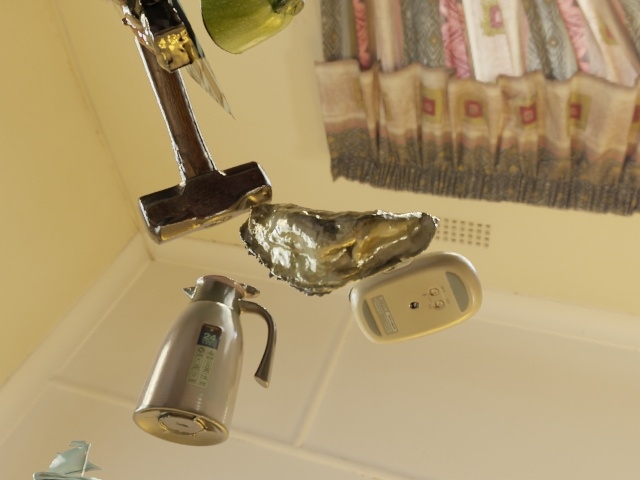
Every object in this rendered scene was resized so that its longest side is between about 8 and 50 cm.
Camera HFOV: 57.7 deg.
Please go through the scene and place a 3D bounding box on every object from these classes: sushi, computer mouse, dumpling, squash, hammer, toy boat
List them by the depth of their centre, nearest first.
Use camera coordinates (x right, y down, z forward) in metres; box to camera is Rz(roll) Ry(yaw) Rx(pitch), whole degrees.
[{"bbox_3d":[-0.179,-0.234,0.581,0.047,0.219,0.231,-29,-146,-9],"label":"sushi"},{"bbox_3d":[-0.059,-0.278,0.675,0.132,0.105,0.105,5,-139,36],"label":"squash"},{"bbox_3d":[0.000,-0.005,0.878,0.332,0.086,0.166,2,-134,25],"label":"dumpling"},{"bbox_3d":[-0.414,0.371,0.951,0.105,0.034,0.149,7,-160,-37],"label":"toy boat"},{"bbox_3d":[0.170,0.102,1.046,0.236,0.145,0.082,-23,-168,19],"label":"computer mouse"},{"bbox_3d":[-0.263,-0.217,1.095,0.242,0.408,0.095,-19,179,-21],"label":"hammer"}]

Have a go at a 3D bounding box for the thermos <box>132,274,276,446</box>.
[{"bbox_3d":[-0.122,0.132,0.684,0.137,0.105,0.193,6,-130,5],"label":"thermos"}]
